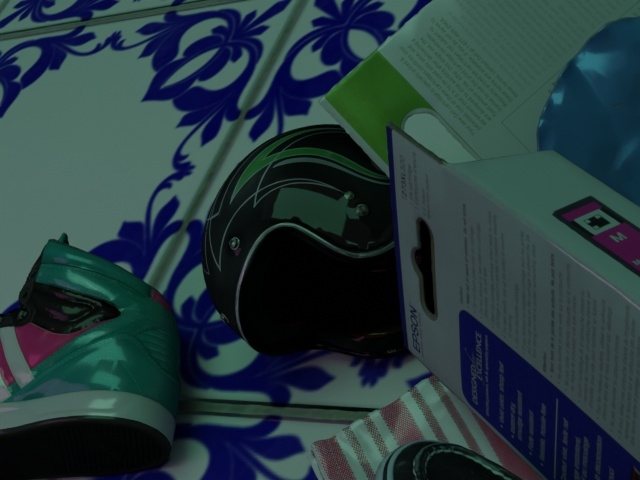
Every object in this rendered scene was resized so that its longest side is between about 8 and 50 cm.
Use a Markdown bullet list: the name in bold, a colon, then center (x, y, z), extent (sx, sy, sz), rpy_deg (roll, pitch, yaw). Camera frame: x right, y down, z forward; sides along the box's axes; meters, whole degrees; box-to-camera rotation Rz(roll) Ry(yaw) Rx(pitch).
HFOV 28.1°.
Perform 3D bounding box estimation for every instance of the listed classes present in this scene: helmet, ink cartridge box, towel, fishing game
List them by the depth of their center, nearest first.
- **ink cartridge box**: center (0.160, 0.077, 0.659), extent (0.069, 0.176, 0.371), rpy_deg (-25, 39, -23)
- **fishing game**: center (0.227, -0.054, 0.794), extent (0.189, 0.041, 0.264), rpy_deg (17, 86, 2)
- **towel**: center (0.097, 0.131, 0.802), extent (0.197, 0.029, 0.144), rpy_deg (-33, 40, 2)
- **ink cartridge box**: center (0.152, -0.103, 0.873), extent (0.255, 0.097, 0.189), rpy_deg (-41, 80, -6)
- **helmet**: center (0.000, 0.000, 0.900), extent (0.161, 0.169, 0.169), rpy_deg (3, 50, 17)

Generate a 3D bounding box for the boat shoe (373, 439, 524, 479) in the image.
- **boat shoe**: center (0.124, 0.169, 0.615), extent (0.108, 0.102, 0.301), rpy_deg (-8, 30, -26)

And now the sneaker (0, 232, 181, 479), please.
- **sneaker**: center (-0.233, 0.084, 1.005), extent (0.295, 0.124, 0.178), rpy_deg (-5, 52, 22)
